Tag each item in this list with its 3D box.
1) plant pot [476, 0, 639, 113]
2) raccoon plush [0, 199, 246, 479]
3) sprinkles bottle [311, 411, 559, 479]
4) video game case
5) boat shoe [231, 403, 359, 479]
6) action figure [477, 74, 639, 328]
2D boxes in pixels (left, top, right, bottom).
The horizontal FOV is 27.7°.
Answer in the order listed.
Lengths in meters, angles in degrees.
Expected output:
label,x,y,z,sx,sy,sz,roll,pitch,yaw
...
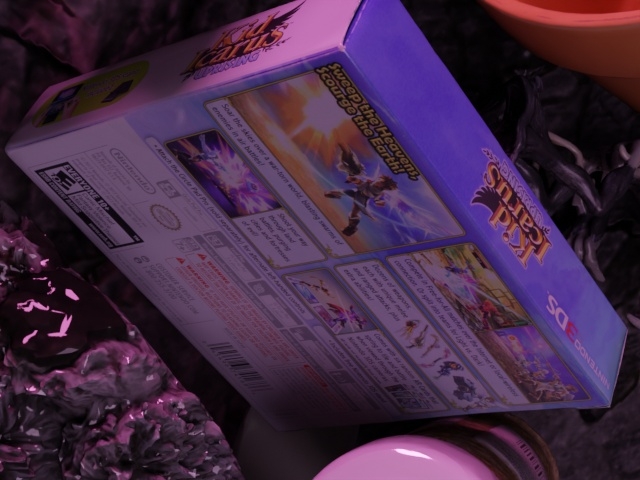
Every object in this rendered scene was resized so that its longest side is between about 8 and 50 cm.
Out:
label,x,y,z,sx,sy,sz,roll,pitch,yaw
plant pot,0.239,-0.192,0.786,0.291,0.291,0.203,-47,137,0
raccoon plush,-0.175,0.202,0.702,0.299,0.216,0.446,-42,100,-15
sprinkles bottle,0.080,0.173,0.813,0.121,0.355,0.121,-1,86,14
video game case,0.000,0.000,0.719,0.269,0.244,0.061,50,48,-31
boat shoe,-0.041,0.173,0.903,0.079,0.081,0.227,23,83,-16
action figure,0.217,-0.011,0.905,0.276,0.164,0.140,22,88,-19
